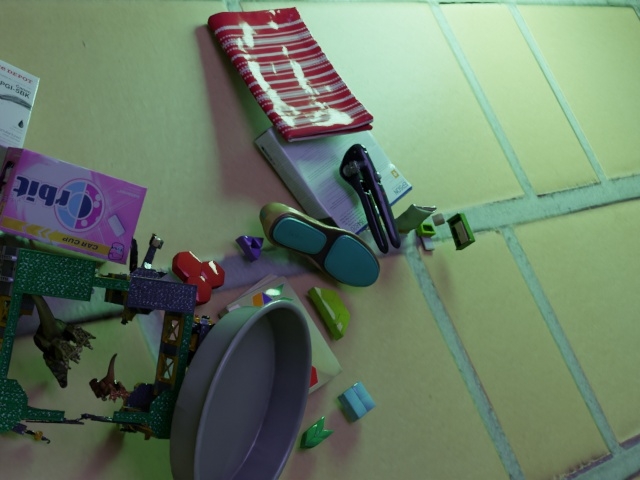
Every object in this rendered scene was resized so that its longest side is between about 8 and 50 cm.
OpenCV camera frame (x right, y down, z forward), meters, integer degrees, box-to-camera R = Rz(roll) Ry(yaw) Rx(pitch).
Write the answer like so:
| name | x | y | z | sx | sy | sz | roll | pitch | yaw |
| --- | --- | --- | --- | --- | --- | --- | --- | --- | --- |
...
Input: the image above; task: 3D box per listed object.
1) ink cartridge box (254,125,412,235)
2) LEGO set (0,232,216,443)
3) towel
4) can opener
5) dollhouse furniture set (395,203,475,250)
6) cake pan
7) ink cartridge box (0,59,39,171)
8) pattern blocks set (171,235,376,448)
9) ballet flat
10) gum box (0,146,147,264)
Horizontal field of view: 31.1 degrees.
| name | x | y | z | sx | sy | sz | roll | pitch | yaw |
| --- | --- | --- | --- | --- | --- | --- | --- | --- | --- |
| ink cartridge box | 0.025 | -0.124 | 1.902 | 0.224 | 0.045 | 0.223 | 54 | 42 | -2 |
| LEGO set | -0.310 | 0.117 | 1.385 | 0.331 | 0.192 | 0.255 | 1 | 93 | -39 |
| towel | -0.049 | -0.280 | 1.899 | 0.199 | 0.031 | 0.275 | -13 | 60 | -40 |
| can opener | 0.086 | -0.070 | 1.844 | 0.073 | 0.059 | 0.186 | -8 | 71 | -45 |
| dollhouse furniture set | 0.191 | -0.016 | 1.958 | 0.151 | 0.076 | 0.058 | 3 | 61 | -42 |
| cake pan | -0.099 | 0.211 | 1.442 | 0.293 | 0.054 | 0.293 | -43 | 140 | -52 |
| ink cartridge box | -0.434 | -0.171 | 1.507 | 0.099 | 0.056 | 0.135 | 24 | 50 | -28 |
| pattern blocks set | -0.058 | 0.141 | 1.664 | 0.285 | 0.026 | 0.325 | -15 | 74 | -46 |
| ballet flat | 0.000 | 0.000 | 1.775 | 0.232 | 0.080 | 0.073 | 31 | 9 | -37 |
| gum box | -0.330 | -0.045 | 1.479 | 0.188 | 0.062 | 0.107 | 18 | 86 | -34 |
